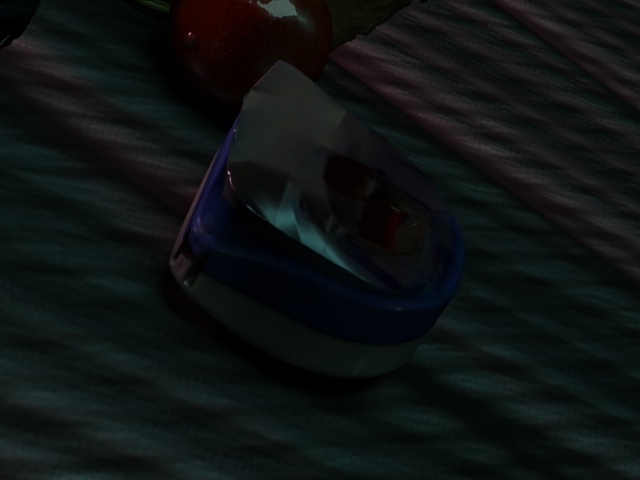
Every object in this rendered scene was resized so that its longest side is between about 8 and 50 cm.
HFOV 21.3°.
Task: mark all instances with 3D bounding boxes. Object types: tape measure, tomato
[{"bbox_3d":[-0.002,0.000,1.556,0.262,0.138,0.259,34,33,-10],"label":"tape measure"},{"bbox_3d":[-0.068,-0.206,1.736,0.167,0.167,0.167,27,33,-20],"label":"tomato"}]

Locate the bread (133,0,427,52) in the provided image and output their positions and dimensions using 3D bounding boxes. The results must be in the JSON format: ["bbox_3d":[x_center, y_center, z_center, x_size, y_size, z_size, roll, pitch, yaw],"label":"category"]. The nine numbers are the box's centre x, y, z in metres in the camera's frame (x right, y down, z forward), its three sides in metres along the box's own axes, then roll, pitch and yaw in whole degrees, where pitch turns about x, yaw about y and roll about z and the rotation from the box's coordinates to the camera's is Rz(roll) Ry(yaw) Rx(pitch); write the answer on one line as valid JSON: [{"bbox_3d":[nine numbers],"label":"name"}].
[{"bbox_3d":[-0.025,-0.319,1.777,0.405,0.346,0.242,40,24,-13],"label":"bread"}]

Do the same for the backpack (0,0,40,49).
[{"bbox_3d":[-0.380,-0.220,1.451,0.258,0.133,0.206,-18,72,-48],"label":"backpack"}]
